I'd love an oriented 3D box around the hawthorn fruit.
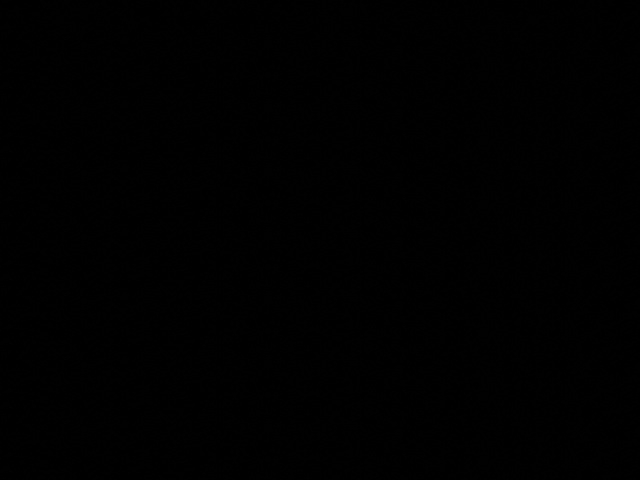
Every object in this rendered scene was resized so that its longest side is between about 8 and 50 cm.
[{"bbox_3d":[0.000,0.000,0.173,0.472,0.471,0.471,-9,129,-11],"label":"hawthorn fruit"}]
